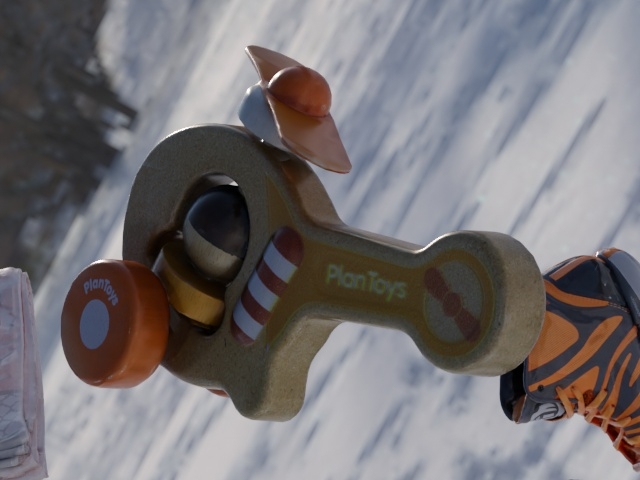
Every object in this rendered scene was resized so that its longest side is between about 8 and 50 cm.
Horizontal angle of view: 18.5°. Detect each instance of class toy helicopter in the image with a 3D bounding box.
[{"bbox_3d":[0.000,0.000,1.201,0.355,0.140,0.235,11,91,47],"label":"toy helicopter"}]

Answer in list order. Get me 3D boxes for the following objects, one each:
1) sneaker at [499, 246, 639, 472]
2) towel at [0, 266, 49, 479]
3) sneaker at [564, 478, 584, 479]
[{"bbox_3d":[0.283,0.178,1.955,0.180,0.321,0.124,-21,-14,-20],"label":"sneaker"},{"bbox_3d":[-0.405,0.144,1.694,0.317,0.332,0.053,-112,9,-61],"label":"towel"},{"bbox_3d":[0.201,0.378,1.716,0.210,0.366,0.137,-14,27,20],"label":"sneaker"}]
